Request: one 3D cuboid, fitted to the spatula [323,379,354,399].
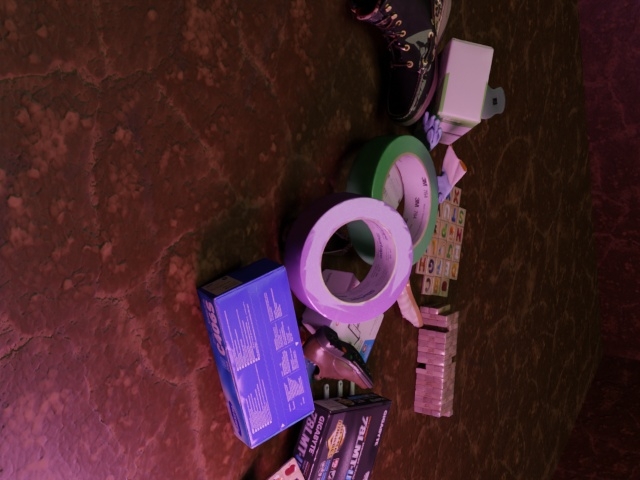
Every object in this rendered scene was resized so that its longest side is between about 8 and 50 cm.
[{"bbox_3d":[0.049,0.457,1.927,0.168,0.019,0.241,-14,107,-54],"label":"spatula"}]

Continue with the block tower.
[{"bbox_3d":[0.344,0.359,2.286,0.097,0.091,0.335,-9,102,-55],"label":"block tower"}]

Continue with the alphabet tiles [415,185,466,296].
[{"bbox_3d":[0.368,-0.002,2.332,0.285,0.011,0.342,12,85,-57],"label":"alphabet tiles"}]

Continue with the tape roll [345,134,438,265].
[{"bbox_3d":[0.179,-0.094,1.866,0.321,0.077,0.321,-10,102,-53],"label":"tape roll"}]

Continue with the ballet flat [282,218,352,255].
[{"bbox_3d":[0.000,0.000,1.740,0.250,0.058,0.084,12,85,-56],"label":"ballet flat"}]

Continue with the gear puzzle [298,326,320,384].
[{"bbox_3d":[-0.082,0.237,1.670,0.175,0.044,0.339,-60,139,-31],"label":"gear puzzle"}]

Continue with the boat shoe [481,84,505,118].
[{"bbox_3d":[0.469,-0.424,2.329,0.306,0.105,0.113,-28,114,-58],"label":"boat shoe"}]

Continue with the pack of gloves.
[{"bbox_3d":[0.301,-0.213,1.961,0.046,0.232,0.195,-19,74,-17],"label":"pack of gloves"}]

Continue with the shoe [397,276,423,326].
[{"bbox_3d":[0.239,0.167,2.137,0.076,0.058,0.219,-95,167,-46],"label":"shoe"}]

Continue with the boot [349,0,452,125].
[{"bbox_3d":[0.180,-0.494,1.859,0.284,0.138,0.377,19,86,-51],"label":"boot"}]

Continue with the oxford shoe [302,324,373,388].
[{"bbox_3d":[0.037,0.278,1.745,0.227,0.096,0.082,43,17,-33],"label":"oxford shoe"}]

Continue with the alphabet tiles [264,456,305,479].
[{"bbox_3d":[-0.117,0.602,1.637,0.237,0.009,0.198,-34,123,-24],"label":"alphabet tiles"}]

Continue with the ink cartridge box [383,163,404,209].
[{"bbox_3d":[0.164,-0.139,1.959,0.180,0.060,0.104,-60,139,-31],"label":"ink cartridge box"}]

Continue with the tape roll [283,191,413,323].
[{"bbox_3d":[0.062,0.037,1.662,0.275,0.090,0.274,-6,103,-26],"label":"tape roll"}]

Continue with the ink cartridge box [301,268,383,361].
[{"bbox_3d":[0.057,0.184,1.831,0.203,0.086,0.148,52,54,-47],"label":"ink cartridge box"}]

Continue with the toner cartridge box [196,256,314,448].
[{"bbox_3d":[-0.124,0.224,1.537,0.165,0.075,0.347,-24,117,-29],"label":"toner cartridge box"}]

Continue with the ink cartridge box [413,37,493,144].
[{"bbox_3d":[0.340,-0.380,2.011,0.273,0.115,0.198,145,-43,-82],"label":"ink cartridge box"}]

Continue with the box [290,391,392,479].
[{"bbox_3d":[0.037,0.515,1.824,0.293,0.073,0.295,11,97,-54],"label":"box"}]
